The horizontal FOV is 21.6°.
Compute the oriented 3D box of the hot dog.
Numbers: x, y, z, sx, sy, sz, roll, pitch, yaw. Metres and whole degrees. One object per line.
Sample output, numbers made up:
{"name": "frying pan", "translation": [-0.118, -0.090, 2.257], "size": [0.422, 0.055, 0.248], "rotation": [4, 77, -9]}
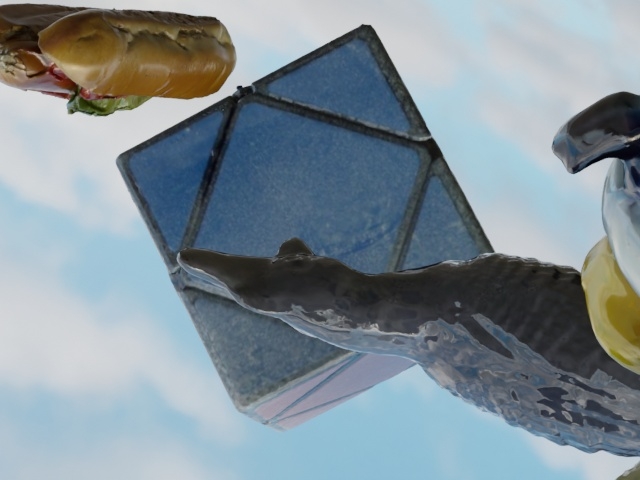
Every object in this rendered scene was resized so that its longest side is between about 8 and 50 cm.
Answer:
{"name": "hot dog", "translation": [-0.124, -0.106, 0.983], "size": [0.092, 0.062, 0.236], "rotation": [11, -171, 24]}

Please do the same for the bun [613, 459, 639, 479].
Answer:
{"name": "bun", "translation": [0.223, 0.252, 1.042], "size": [0.152, 0.259, 0.259], "rotation": [0, -167, 21]}

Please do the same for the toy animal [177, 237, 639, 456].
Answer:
{"name": "toy animal", "translation": [0.135, 0.057, 0.784], "size": [0.367, 0.081, 0.206], "rotation": [20, -163, 21]}

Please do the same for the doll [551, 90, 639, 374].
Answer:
{"name": "doll", "translation": [0.176, -0.062, 0.429], "size": [0.177, 0.314, 0.141], "rotation": [11, -130, -14]}

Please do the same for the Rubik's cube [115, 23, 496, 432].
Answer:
{"name": "Rubik's cube", "translation": [0.000, 0.000, 1.209], "size": [0.205, 0.205, 0.207], "rotation": [63, -178, 12]}
